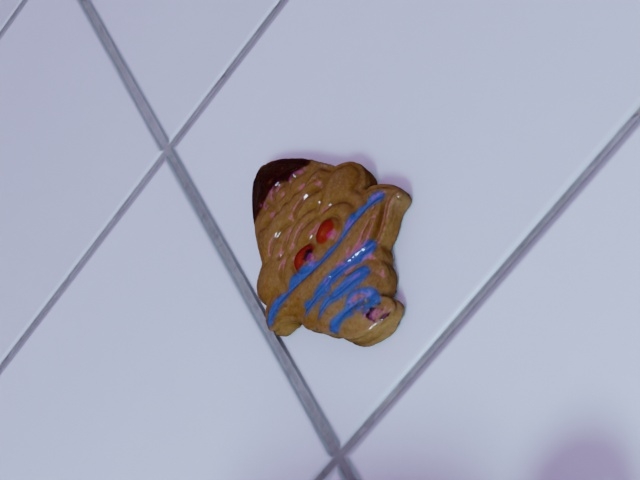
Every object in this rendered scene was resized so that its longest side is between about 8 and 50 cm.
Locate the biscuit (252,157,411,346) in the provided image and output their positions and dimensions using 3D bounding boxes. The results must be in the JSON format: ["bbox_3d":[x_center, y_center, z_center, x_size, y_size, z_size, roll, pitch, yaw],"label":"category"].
[{"bbox_3d":[0.000,0.000,1.405,0.183,0.043,0.280,-49,44,12],"label":"biscuit"}]
